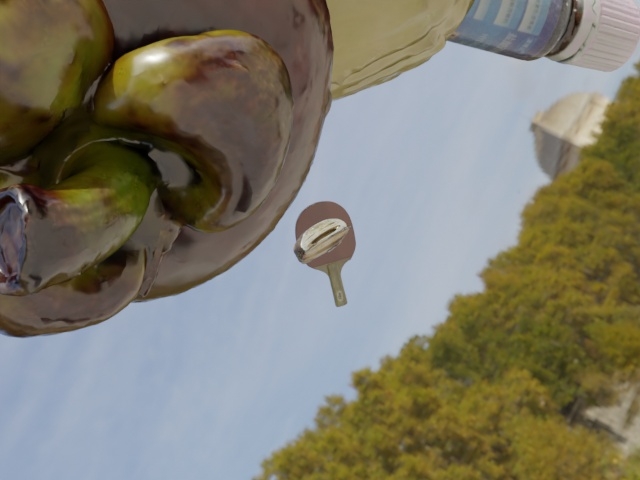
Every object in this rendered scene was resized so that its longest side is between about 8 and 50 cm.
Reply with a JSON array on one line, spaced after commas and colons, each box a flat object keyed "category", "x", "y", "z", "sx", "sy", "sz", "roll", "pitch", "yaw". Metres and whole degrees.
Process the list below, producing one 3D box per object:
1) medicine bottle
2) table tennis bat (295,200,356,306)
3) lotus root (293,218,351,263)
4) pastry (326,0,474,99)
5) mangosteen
[{"category": "medicine bottle", "x": 0.169, "y": -0.194, "z": 0.871, "sx": 0.083, "sy": 0.203, "sz": 0.083, "roll": -172, "pitch": 90, "yaw": -68}, {"category": "table tennis bat", "x": 0.013, "y": 0.020, "z": 1.506, "sx": 0.013, "sy": 0.087, "sz": 0.156, "roll": -162, "pitch": 57, "yaw": -75}, {"category": "lotus root", "x": -0.001, "y": -0.002, "z": 1.323, "sx": 0.083, "sy": 0.030, "sz": 0.037, "roll": -29, "pitch": -28, "yaw": -30}, {"category": "pastry", "x": -0.067, "y": -0.260, "z": 0.676, "sx": 0.388, "sy": 0.313, "sz": 0.388, "roll": -11, "pitch": -90, "yaw": -82}, {"category": "mangosteen", "x": -0.098, "y": -0.060, "z": 0.406, "sx": 0.257, "sy": 0.215, "sz": 0.215, "roll": -100, "pitch": 27, "yaw": -66}]
